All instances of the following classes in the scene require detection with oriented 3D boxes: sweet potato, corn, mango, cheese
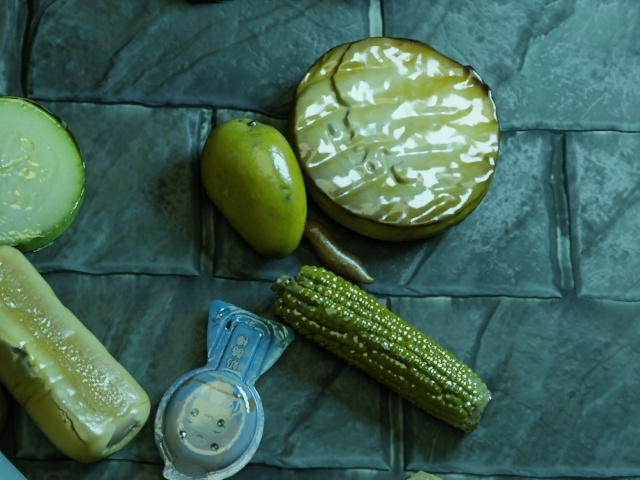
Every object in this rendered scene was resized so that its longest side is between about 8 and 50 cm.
[{"bbox_3d":[0.001,-0.001,1.870,0.179,0.044,0.044,43,70,7],"label":"sweet potato"},{"bbox_3d":[0.078,0.135,1.809,0.320,0.097,0.097,34,69,3],"label":"corn"},{"bbox_3d":[-0.083,-0.068,1.842,0.098,0.137,0.195,-23,91,-51],"label":"mango"},{"bbox_3d":[-0.126,0.198,1.771,0.135,0.052,0.245,22,67,0],"label":"cheese"}]

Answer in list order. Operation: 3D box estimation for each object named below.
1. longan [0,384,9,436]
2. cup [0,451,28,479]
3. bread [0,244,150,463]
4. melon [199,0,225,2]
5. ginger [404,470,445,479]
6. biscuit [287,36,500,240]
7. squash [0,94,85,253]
[{"bbox_3d":[-0.433,0.206,1.698,0.113,0.092,0.113,1,84,-6],"label":"longan"},{"bbox_3d":[-0.371,0.434,1.511,0.311,0.257,0.331,38,75,18],"label":"cup"},{"bbox_3d":[-0.345,0.140,1.731,0.305,0.091,0.142,48,34,10],"label":"bread"},{"bbox_3d":[-0.112,-0.408,1.989,0.209,0.064,0.118,-32,79,-16],"label":"melon"},{"bbox_3d":[0.109,0.413,1.691,0.219,0.123,0.270,20,66,-24],"label":"ginger"},{"bbox_3d":[0.097,-0.136,1.903,0.296,0.102,0.296,4,66,-8],"label":"biscuit"},{"bbox_3d":[-0.414,-0.085,1.839,0.219,0.041,0.219,4,68,-11],"label":"squash"}]
